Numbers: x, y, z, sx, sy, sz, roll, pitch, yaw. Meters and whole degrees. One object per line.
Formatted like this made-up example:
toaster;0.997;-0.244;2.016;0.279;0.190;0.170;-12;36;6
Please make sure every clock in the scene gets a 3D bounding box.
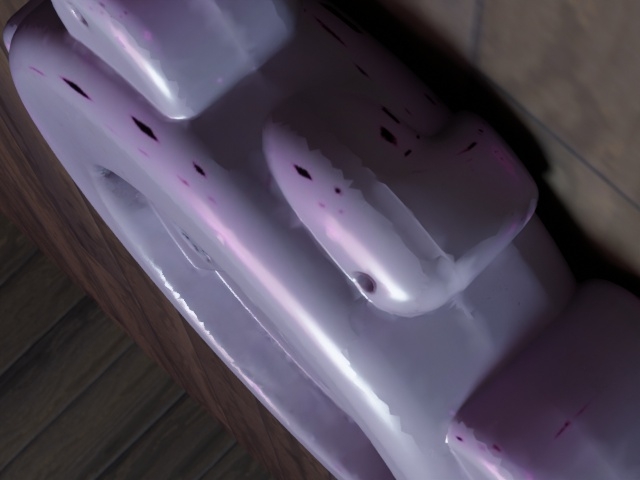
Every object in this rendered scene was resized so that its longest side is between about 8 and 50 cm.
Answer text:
clock;0.000;0.000;0.670;0.322;0.113;0.295;49;168;-11
